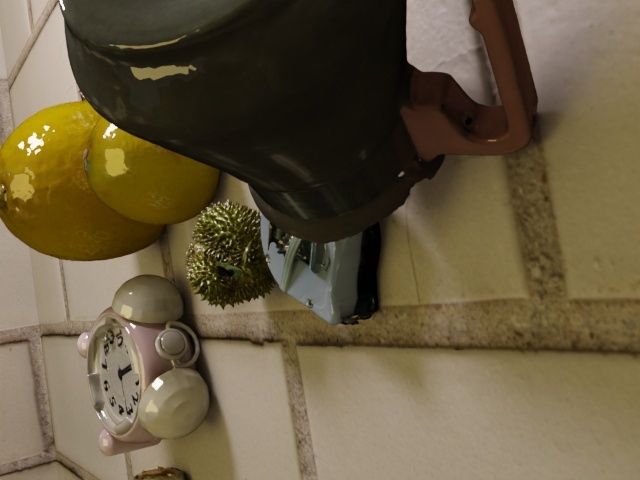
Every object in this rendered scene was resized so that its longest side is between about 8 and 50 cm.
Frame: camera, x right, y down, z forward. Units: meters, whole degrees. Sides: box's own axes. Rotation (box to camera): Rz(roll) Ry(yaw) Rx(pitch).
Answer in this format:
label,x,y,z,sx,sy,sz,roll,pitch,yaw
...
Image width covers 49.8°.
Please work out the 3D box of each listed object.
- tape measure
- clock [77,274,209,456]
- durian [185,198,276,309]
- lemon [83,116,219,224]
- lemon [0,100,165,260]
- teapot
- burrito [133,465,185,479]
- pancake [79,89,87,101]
label,x,y,z,sx,sy,sz,roll,pitch,yaw
tape measure,-0.003,-0.002,0.905,0.181,0.107,0.182,19,114,47
clock,-0.372,0.271,1.454,0.326,0.184,0.342,-42,66,46
durian,-0.128,0.018,1.069,0.198,0.146,0.159,-33,52,48
lemon,-0.313,-0.145,1.244,0.240,0.219,0.240,13,105,59
lemon,-0.514,-0.123,1.444,0.364,0.364,0.364,15,108,55
teapot,-0.001,-0.166,0.645,0.376,0.362,0.305,5,69,25
burrito,-0.326,0.622,1.510,0.299,0.105,0.143,63,145,25
pancake,-0.533,-0.262,1.701,0.257,0.056,0.212,25,117,52
